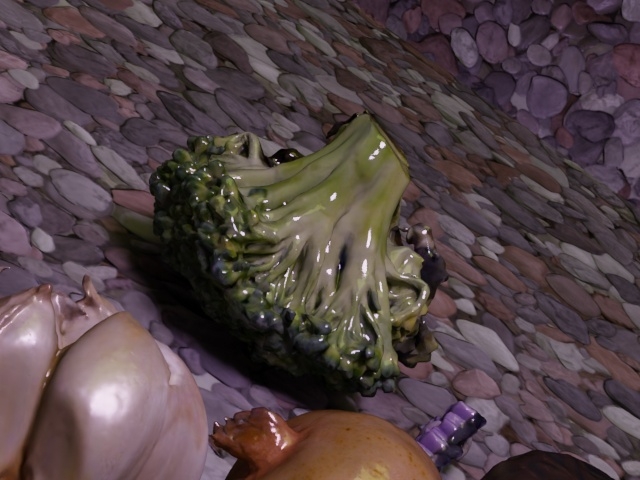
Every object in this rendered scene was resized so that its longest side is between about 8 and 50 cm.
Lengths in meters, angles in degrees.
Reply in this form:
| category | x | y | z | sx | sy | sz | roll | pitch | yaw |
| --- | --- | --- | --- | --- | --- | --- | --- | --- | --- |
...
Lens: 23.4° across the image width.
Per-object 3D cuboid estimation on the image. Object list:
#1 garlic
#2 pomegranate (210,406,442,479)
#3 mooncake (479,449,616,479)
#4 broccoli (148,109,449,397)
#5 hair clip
| category | x | y | z | sx | sy | sz | roll | pitch | yaw |
| --- | --- | --- | --- | --- | --- | --- | --- | --- | --- |
| garlic | -0.220 | 0.120 | 1.173 | 0.281 | 0.203 | 0.185 | 15 | -16 | -4 |
| pomegranate | 0.013 | 0.230 | 1.226 | 0.207 | 0.207 | 0.207 | 27 | 23 | -12 |
| mooncake | 0.235 | 0.322 | 1.382 | 0.290 | 0.161 | 0.290 | 29 | 22 | -13 |
| broccoli | -0.019 | 0.016 | 1.623 | 0.334 | 0.272 | 0.324 | -74 | 144 | -74 |
| hair clip | 0.101 | 0.222 | 1.495 | 0.084 | 0.106 | 0.292 | 49 | 27 | 3 |
